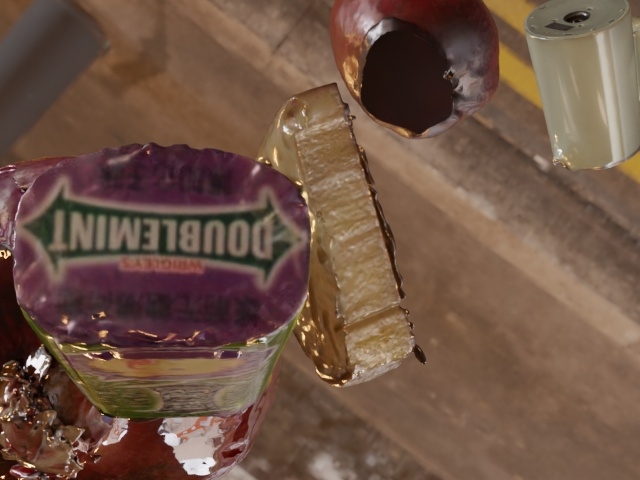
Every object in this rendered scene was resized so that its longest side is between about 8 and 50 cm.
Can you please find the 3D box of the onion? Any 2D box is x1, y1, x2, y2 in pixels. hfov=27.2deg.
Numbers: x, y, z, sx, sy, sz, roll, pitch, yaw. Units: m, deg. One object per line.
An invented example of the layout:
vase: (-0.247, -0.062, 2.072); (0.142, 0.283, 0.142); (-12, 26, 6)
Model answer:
onion: (-0.205, 0.108, 1.104); (0.347, 0.347, 0.285); (41, -159, -13)

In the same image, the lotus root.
lotus root: (0.000, 0.000, 1.150); (0.170, 0.074, 0.261); (2, 112, 65)

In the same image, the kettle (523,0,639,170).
kettle: (0.257, -0.156, 1.258); (0.098, 0.127, 0.148); (-2, 125, 25)

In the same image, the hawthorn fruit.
hawthorn fruit: (0.105, -0.245, 1.595); (0.250, 0.215, 0.215); (62, -178, 40)

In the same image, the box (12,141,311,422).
box: (-0.084, 0.039, 0.740); (0.134, 0.097, 0.345); (-1, 167, -5)
